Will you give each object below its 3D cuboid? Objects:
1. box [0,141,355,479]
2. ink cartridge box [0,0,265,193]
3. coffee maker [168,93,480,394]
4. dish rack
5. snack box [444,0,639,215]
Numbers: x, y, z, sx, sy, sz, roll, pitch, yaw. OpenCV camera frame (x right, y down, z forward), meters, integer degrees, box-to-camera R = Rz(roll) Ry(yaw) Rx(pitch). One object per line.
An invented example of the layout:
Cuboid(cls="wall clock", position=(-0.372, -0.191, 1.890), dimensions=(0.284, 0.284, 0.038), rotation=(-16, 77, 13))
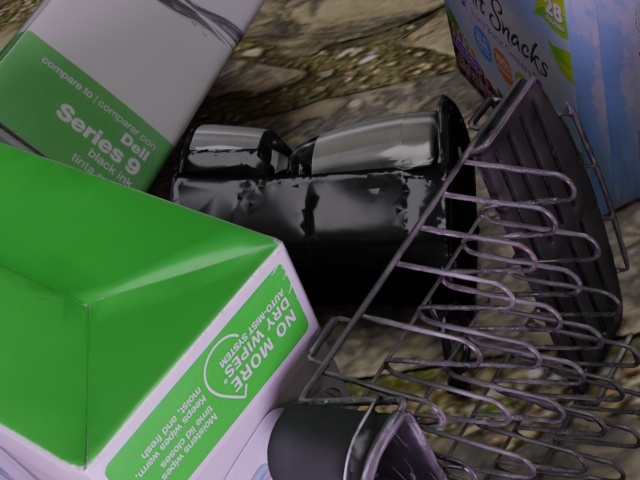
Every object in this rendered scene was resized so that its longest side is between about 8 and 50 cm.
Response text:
Cuboid(cls="box", position=(-0.112, 0.081, 0.547), dimensions=(0.262, 0.231, 0.127), rotation=(19, 56, 35))
Cuboid(cls="ink cartridge box", position=(-0.161, -0.110, 0.773), dimensions=(0.211, 0.121, 0.289), rotation=(-32, 26, 49))
Cuboid(cls="coffee maker", position=(0.000, 0.000, 0.667), dimensions=(0.178, 0.120, 0.171), rotation=(-5, 46, 18))
Cuboid(cls="dish rack", position=(0.093, 0.065, 0.510), dimensions=(0.074, 0.208, 0.271), rotation=(6, 47, 39))
Cuboid(cls="snack box", position=(0.145, -0.144, 0.713), dimensions=(0.070, 0.174, 0.207), rotation=(-25, 43, -5))
